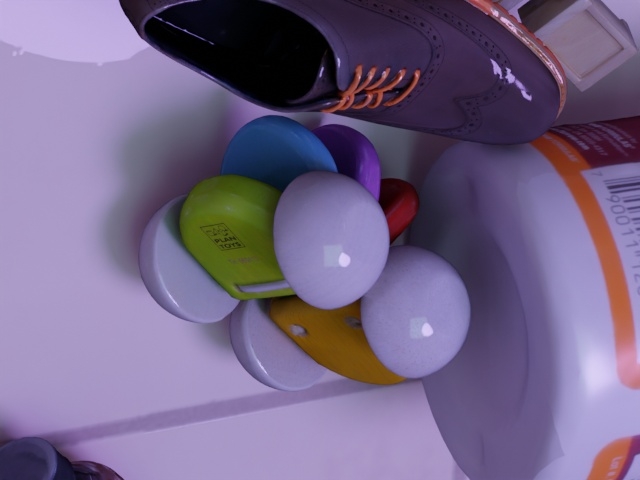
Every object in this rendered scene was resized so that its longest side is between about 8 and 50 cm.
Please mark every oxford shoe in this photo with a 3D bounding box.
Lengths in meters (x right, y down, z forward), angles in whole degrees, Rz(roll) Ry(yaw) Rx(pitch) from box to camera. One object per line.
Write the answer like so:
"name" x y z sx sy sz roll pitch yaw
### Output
"oxford shoe" 0.014 -0.091 1.020 0.271 0.098 0.097 16 128 -22

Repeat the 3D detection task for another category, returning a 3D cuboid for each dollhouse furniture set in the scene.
"dollhouse furniture set" 0.057 -0.144 1.118 0.161 0.101 0.182 -35 128 22

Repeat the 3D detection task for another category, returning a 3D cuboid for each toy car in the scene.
"toy car" 0.000 0.000 1.119 0.182 0.159 0.136 40 57 -34

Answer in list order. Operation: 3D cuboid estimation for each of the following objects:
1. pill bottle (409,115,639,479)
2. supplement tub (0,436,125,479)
"pill bottle" 0.271 0.025 1.192 0.392 0.224 0.224 -8 116 -20
"supplement tub" -0.131 0.203 1.155 0.106 0.106 0.198 -40 124 -5
